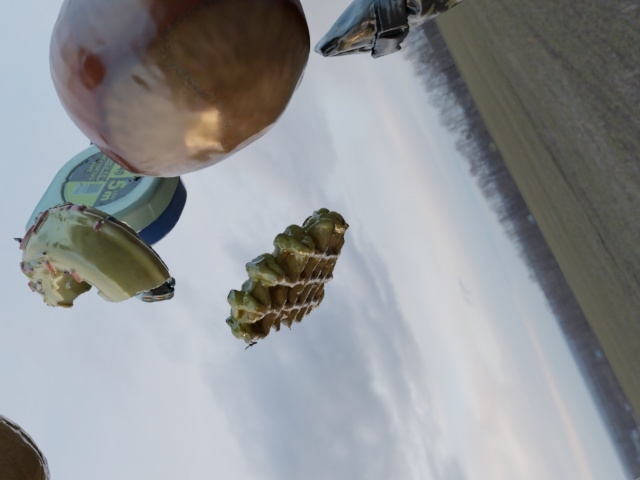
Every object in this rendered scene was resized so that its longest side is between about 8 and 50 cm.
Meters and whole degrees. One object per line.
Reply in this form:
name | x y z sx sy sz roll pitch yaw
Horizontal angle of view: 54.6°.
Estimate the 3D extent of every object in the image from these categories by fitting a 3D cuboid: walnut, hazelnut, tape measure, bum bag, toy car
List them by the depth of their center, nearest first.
hazelnut | -0.116 -0.161 0.502 0.176 0.215 0.214 89 164 -69
bum bag | 0.092 -0.227 0.537 0.069 0.248 0.102 58 -150 -1
walnut | -0.520 0.358 0.926 0.221 0.195 0.195 56 -162 -13
tape measure | -0.309 -0.116 0.987 0.097 0.216 0.351 71 -157 -49
toy car | -0.416 0.089 1.444 0.095 0.205 0.056 -7 -65 -42

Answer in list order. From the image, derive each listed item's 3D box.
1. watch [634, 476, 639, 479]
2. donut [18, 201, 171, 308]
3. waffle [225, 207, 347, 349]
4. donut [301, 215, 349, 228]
watch | 0.278 0.305 0.563 0.254 0.241 0.161 7 -120 -20
donut | -0.236 0.019 0.604 0.108 0.166 0.065 58 -136 -33
waffle | -0.032 0.046 0.598 0.046 0.160 0.192 31 -138 13
donut | 0.000 0.000 0.861 0.067 0.038 0.083 24 -141 -11
